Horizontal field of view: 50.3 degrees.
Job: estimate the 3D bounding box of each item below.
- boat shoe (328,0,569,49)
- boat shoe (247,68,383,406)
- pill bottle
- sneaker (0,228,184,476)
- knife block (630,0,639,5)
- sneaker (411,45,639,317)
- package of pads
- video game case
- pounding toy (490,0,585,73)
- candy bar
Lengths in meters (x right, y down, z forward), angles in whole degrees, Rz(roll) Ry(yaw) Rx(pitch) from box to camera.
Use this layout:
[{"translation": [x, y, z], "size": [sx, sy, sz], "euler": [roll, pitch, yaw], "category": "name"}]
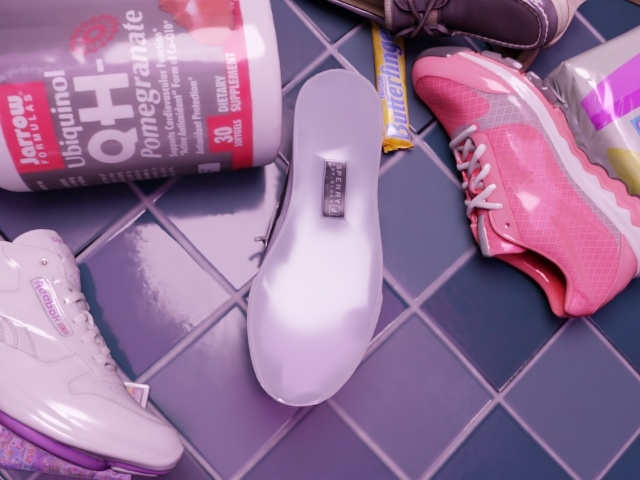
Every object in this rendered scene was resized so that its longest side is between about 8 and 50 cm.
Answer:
[{"translation": [0.089, -0.238, 0.652], "size": [0.285, 0.102, 0.092], "euler": [30, 69, 20], "category": "boat shoe"}, {"translation": [-0.004, -0.001, 0.626], "size": [0.113, 0.105, 0.306], "euler": [4, 72, -4], "category": "boat shoe"}, {"translation": [-0.201, -0.135, 0.583], "size": [0.319, 0.176, 0.176], "euler": [-8, 81, -10], "category": "pill bottle"}, {"translation": [-0.228, 0.076, 0.562], "size": [0.305, 0.114, 0.152], "euler": [34, 68, 3], "category": "sneaker"}, {"translation": [0.368, -0.312, 0.752], "size": [0.242, 0.088, 0.275], "euler": [-24, 84, -12], "category": "knife block"}, {"translation": [0.187, -0.055, 0.660], "size": [0.136, 0.116, 0.314], "euler": [-44, 88, -12], "category": "sneaker"}, {"translation": [0.400, -0.094, 0.709], "size": [0.229, 0.101, 0.296], "euler": [-28, 85, -12], "category": "package of pads"}, {"translation": [-0.222, 0.163, 0.607], "size": [0.122, 0.011, 0.087], "euler": [10, 78, -7], "category": "video game case"}, {"translation": [0.167, -0.312, 0.684], "size": [0.154, 0.155, 0.269], "euler": [-32, 86, -18], "category": "pounding toy"}, {"translation": [0.075, -0.168, 0.714], "size": [0.040, 0.018, 0.161], "euler": [0, 79, -9], "category": "candy bar"}]
